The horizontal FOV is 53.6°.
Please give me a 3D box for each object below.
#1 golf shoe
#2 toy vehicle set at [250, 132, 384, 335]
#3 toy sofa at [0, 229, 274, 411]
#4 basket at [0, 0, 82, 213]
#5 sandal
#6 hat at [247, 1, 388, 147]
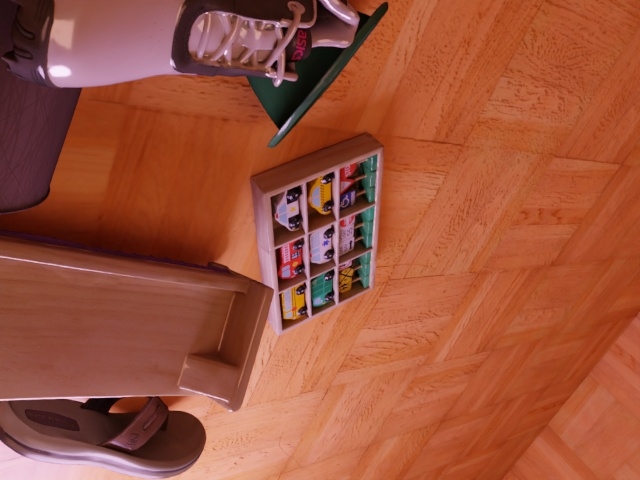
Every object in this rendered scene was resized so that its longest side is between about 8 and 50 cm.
[{"bbox_3d":[-0.066,-0.150,0.400,0.273,0.120,0.105,-47,166,-50],"label":"golf shoe"},{"bbox_3d":[0.000,0.000,0.830,0.166,0.035,0.267,-25,140,-21],"label":"toy vehicle set"},{"bbox_3d":[-0.240,0.074,0.630,0.362,0.177,0.150,14,93,-47],"label":"toy sofa"},{"bbox_3d":[-0.217,-0.152,0.396,0.227,0.154,0.204,-58,162,15],"label":"basket"},{"bbox_3d":[-0.245,0.221,0.778,0.302,0.120,0.086,31,90,-51],"label":"sandal"},{"bbox_3d":[-0.062,-0.203,0.580,0.173,0.183,0.208,-47,-172,27],"label":"hat"}]
